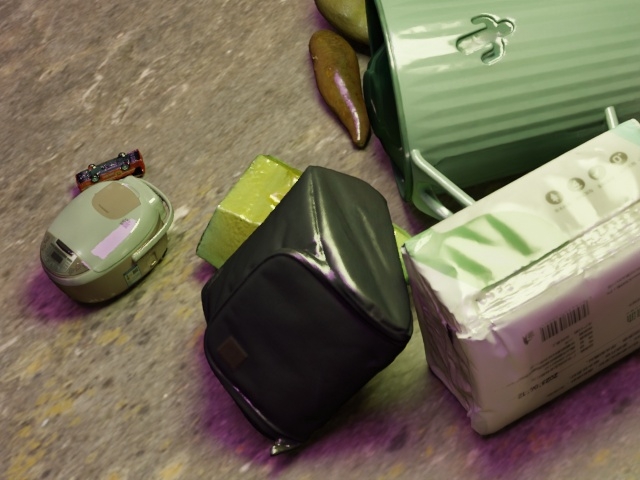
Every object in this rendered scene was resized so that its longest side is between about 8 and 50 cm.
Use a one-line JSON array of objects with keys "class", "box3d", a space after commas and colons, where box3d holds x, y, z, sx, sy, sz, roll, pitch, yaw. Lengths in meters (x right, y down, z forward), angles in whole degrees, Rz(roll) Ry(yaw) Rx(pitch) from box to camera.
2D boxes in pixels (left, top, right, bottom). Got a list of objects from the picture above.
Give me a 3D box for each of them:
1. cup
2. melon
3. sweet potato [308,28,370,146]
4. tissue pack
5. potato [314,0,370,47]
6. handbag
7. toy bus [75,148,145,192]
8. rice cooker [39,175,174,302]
[{"class": "cup", "box3d": [0.266, -0.195, 1.954, 0.392, 0.310, 0.401, -10, 87, 0]}, {"class": "melon", "box3d": [0.000, 0.000, 1.951, 0.323, 0.124, 0.196, 25, 68, 20]}, {"class": "sweet potato", "box3d": [0.035, -0.249, 2.162, 0.077, 0.077, 0.244, -19, 50, -1]}, {"class": "tissue pack", "box3d": [0.298, 0.051, 1.745, 0.356, 0.266, 0.194, -29, 52, -10]}, {"class": "potato", "box3d": [0.095, -0.392, 2.206, 0.251, 0.159, 0.174, 21, 23, 12]}, {"class": "handbag", "box3d": [-0.036, 0.090, 1.776, 0.302, 0.177, 0.275, -45, 36, 34]}, {"class": "toy bus", "box3d": [-0.328, -0.105, 2.158, 0.110, 0.043, 0.031, -21, 48, 0]}, {"class": "rice cooker", "box3d": [-0.311, 0.000, 2.023, 0.206, 0.127, 0.145, -39, 55, -20]}]
